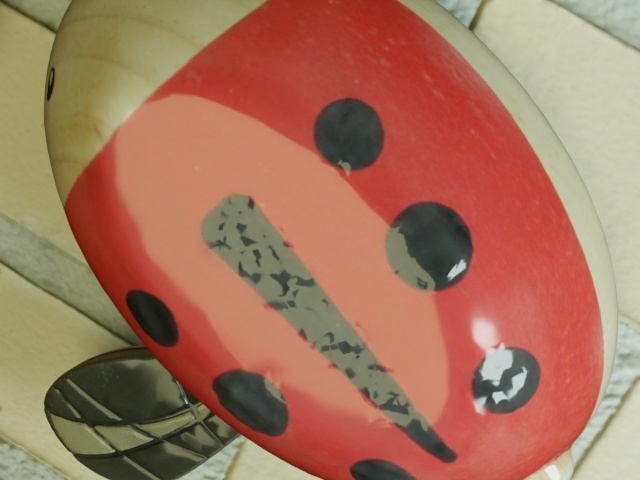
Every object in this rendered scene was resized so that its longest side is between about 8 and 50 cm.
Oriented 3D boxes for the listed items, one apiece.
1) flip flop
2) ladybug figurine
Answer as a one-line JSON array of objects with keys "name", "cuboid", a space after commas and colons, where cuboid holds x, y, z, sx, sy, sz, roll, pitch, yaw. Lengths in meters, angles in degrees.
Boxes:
[{"name": "flip flop", "cuboid": [-0.083, 0.094, 1.107, 0.277, 0.080, 0.112, -31, 99, 19]}, {"name": "ladybug figurine", "cuboid": [0.000, 0.000, 0.930, 0.449, 0.162, 0.305, 44, 113, -2]}]
